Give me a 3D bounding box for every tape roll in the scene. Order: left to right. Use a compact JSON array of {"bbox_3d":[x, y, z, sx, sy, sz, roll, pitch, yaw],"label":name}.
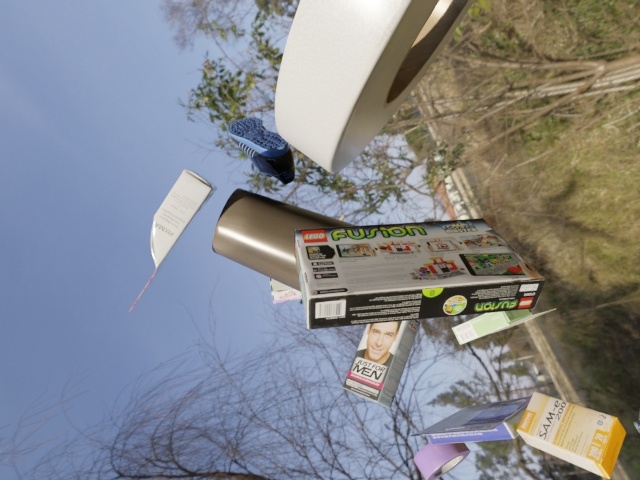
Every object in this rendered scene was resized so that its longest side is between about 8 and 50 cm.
[{"bbox_3d":[0.099,-0.245,0.409,0.072,0.391,0.392,37,-155,4],"label":"tape roll"},{"bbox_3d":[0.434,0.771,1.459,0.189,0.189,0.080,39,-169,-47],"label":"tape roll"}]

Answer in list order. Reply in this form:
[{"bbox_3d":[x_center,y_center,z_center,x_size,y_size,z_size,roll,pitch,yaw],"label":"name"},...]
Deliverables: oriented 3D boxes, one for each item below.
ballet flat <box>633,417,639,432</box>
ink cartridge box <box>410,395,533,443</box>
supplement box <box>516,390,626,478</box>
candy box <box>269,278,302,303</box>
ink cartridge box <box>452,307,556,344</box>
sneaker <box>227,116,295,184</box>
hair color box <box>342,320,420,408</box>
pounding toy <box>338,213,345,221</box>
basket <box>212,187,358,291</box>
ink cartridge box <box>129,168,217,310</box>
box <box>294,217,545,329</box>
[{"bbox_3d":[0.457,0.261,0.506,0.188,0.070,0.070,62,-166,-68],"label":"ballet flat"},{"bbox_3d":[0.492,0.575,1.269,0.308,0.304,0.072,-7,-110,-39],"label":"ink cartridge box"},{"bbox_3d":[0.307,0.236,0.504,0.036,0.099,0.062,49,-115,-23],"label":"supplement box"},{"bbox_3d":[-0.091,0.101,1.361,0.070,0.165,0.196,92,168,-49],"label":"candy box"},{"bbox_3d":[0.504,0.214,1.118,0.235,0.171,0.056,-7,-115,-35],"label":"ink cartridge box"},{"bbox_3d":[-0.127,-0.191,0.860,0.232,0.082,0.090,44,155,47],"label":"sneaker"},{"bbox_3d":[0.258,0.478,1.705,0.114,0.186,0.374,43,-116,-38],"label":"hair color box"},{"bbox_3d":[0.000,0.000,1.205,0.101,0.130,0.141,15,-123,-12],"label":"pounding toy"},{"bbox_3d":[-0.065,0.003,0.743,0.204,0.227,0.154,-62,-7,-85],"label":"basket"},{"bbox_3d":[-0.265,-0.013,0.703,0.066,0.232,0.189,38,178,-14],"label":"ink cartridge box"},{"bbox_3d":[0.083,0.025,0.390,0.114,0.207,0.036,-106,14,-58],"label":"box"}]
